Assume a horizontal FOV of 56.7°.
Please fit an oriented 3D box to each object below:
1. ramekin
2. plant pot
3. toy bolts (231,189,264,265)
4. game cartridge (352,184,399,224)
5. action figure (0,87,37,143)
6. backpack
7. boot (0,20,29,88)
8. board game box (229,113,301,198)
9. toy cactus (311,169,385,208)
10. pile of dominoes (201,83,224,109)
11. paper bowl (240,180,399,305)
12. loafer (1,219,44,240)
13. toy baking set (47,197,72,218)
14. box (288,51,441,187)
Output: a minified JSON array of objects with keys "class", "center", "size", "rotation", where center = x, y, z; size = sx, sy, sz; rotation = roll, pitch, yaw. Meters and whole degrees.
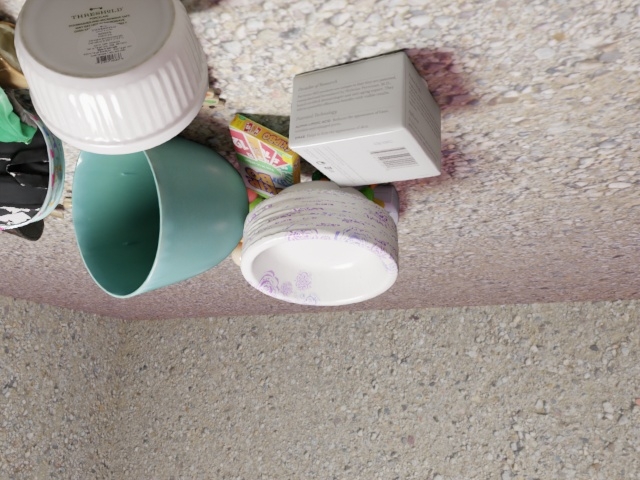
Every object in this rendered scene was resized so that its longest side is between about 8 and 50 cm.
[{"class":"ramekin","center":[-0.235,-0.213,0.671],"size":[0.207,0.207,0.109],"rotation":[3,155,-3]},{"class":"plant pot","center":[-0.274,-0.059,1.088],"size":[0.293,0.293,0.235],"rotation":[-12,177,42]},{"class":"toy bolts","center":[-0.147,-0.025,1.317],"size":[0.218,0.159,0.228],"rotation":[9,168,32]},{"class":"game cartridge","center":[0.087,-0.063,1.408],"size":[0.196,0.060,0.294],"rotation":[6,164,2]},{"class":"action figure","center":[-0.463,-0.179,0.822],"size":[0.137,0.064,0.232],"rotation":[-3,172,-1]},{"class":"backpack","center":[-0.564,-0.125,0.993],"size":[0.253,0.225,0.191],"rotation":[-1,-173,-6]},{"class":"boot","center":[-0.536,-0.256,0.777],"size":[0.269,0.089,0.236],"rotation":[-1,176,15]},{"class":"board game box","center":[-0.096,-0.131,1.108],"size":[0.124,0.039,0.259],"rotation":[28,164,9]},{"class":"toy cactus","center":[0.023,-0.101,1.191],"size":[0.180,0.112,0.219],"rotation":[3,159,30]},{"class":"pile of dominoes","center":[-0.259,-0.211,0.865],"size":[0.196,0.040,0.251],"rotation":[0,176,4]},{"class":"paper bowl","center":[0.000,0.000,1.089],"size":[0.284,0.148,0.284],"rotation":[1,149,0]},{"class":"loafer","center":[-0.805,-0.062,1.527],"size":[0.078,0.080,0.220],"rotation":[7,161,20]},{"class":"toy baking set","center":[-0.598,-0.089,1.473],"size":[0.196,0.030,0.256],"rotation":[14,161,-43]},{"class":"box","center":[0.073,-0.172,0.900],"size":[0.181,0.119,0.181],"rotation":[-5,163,26]}]
